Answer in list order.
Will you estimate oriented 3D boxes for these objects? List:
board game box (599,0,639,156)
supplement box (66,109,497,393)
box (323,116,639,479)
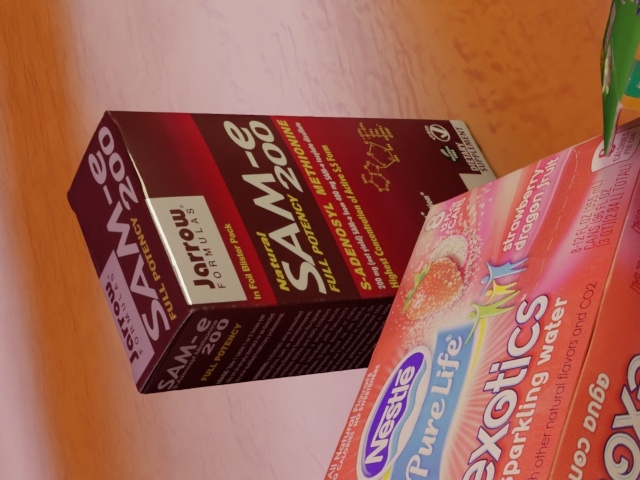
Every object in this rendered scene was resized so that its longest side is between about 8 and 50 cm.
[{"bbox_3d":[0.150,-0.164,0.424,0.124,0.039,0.259,-67,-7,-59],"label":"board game box"},{"bbox_3d":[0.000,0.000,0.633,0.073,0.239,0.130,-56,49,41],"label":"supplement box"},{"bbox_3d":[0.092,0.121,0.473,0.154,0.142,0.300,-24,37,53],"label":"box"}]
